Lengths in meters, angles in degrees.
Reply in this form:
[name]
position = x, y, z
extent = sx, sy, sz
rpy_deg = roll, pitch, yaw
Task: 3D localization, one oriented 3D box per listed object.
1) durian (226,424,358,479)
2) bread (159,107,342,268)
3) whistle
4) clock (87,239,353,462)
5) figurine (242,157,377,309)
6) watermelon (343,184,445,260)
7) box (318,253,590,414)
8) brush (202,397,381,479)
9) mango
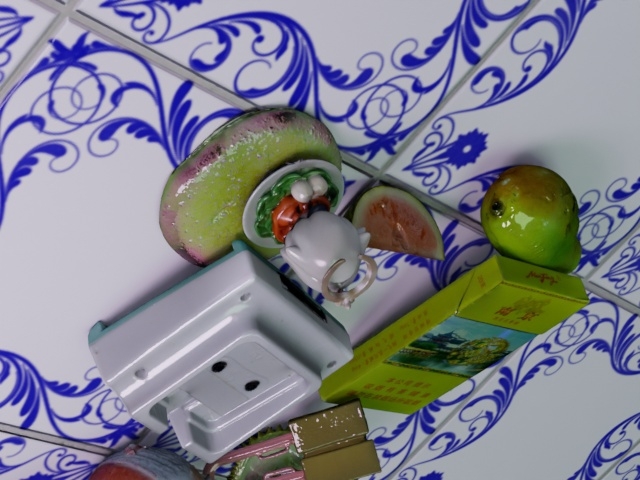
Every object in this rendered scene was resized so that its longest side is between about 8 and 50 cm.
[durian]
position = -0.055, 0.305, 1.979
extent = 0.215, 0.100, 0.086
rpy_deg = -2, 138, 0
[bread]
position = -0.074, -0.050, 1.651
extent = 0.228, 0.033, 0.228
rpy_deg = -19, 140, -17
[whistle]
position = -0.256, 0.367, 1.798
extent = 0.348, 0.189, 0.189
rpy_deg = -36, 151, -44
[clock]
position = -0.107, 0.144, 1.739
extent = 0.231, 0.116, 0.262
rpy_deg = -31, 144, 12
[figurine]
position = 0.000, 0.000, 1.607
extent = 0.132, 0.154, 0.132
rpy_deg = -21, 140, -18
[watermelon]
position = 0.071, -0.015, 1.769
extent = 0.163, 0.087, 0.069
rpy_deg = 11, 154, -40
[box]
position = 0.171, 0.131, 1.926
extent = 0.187, 0.047, 0.335
rpy_deg = 15, 139, -43
[brush]
position = -0.044, 0.290, 1.935
extent = 0.233, 0.103, 0.047
rpy_deg = -16, 176, 0
[mango]
position = 0.277, -0.022, 1.873
extent = 0.125, 0.111, 0.233
rpy_deg = -40, 144, 13
